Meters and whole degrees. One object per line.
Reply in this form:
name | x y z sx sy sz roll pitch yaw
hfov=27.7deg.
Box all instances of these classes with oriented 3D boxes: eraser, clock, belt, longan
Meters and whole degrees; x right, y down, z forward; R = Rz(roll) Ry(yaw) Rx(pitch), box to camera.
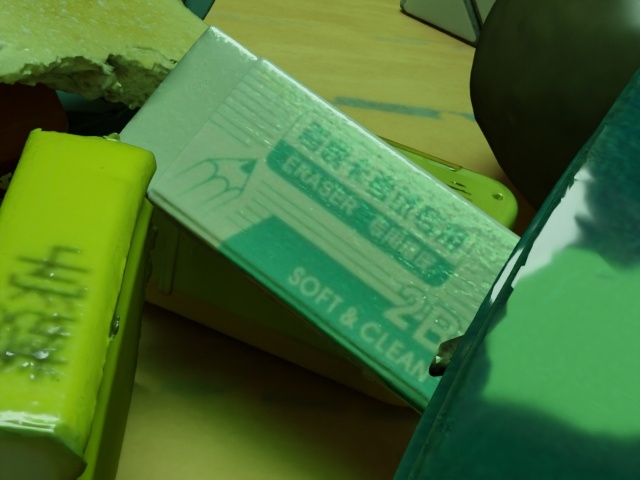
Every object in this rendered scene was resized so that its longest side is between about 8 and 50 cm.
eraser | 0.006 -0.008 0.649 0.225 0.052 0.095 37 83 16
clock | 0.000 0.000 0.754 0.202 0.096 0.143 21 34 15
belt | 0.143 0.080 0.493 0.173 0.300 0.436 26 35 20
longan | 0.246 -0.096 0.834 0.300 0.243 0.300 23 0 0
eraser | -0.119 0.068 0.573 0.069 0.158 0.226 8 35 -6

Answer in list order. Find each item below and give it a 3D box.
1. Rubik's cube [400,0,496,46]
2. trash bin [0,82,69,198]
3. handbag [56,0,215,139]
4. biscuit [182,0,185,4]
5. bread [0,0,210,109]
Rubik's cube | 0.231 -0.234 1.049 0.233 0.228 0.229 22 11 -13
trash bin | -0.263 -0.055 0.706 0.238 0.161 0.184 -21 88 -52
handbag | -0.168 -0.125 0.939 0.144 0.057 0.221 8 35 11
biscuit | -0.185 -0.197 0.986 0.206 0.025 0.126 6 32 22
bread | -0.159 -0.136 0.712 0.251 0.039 0.182 -6 49 -52
